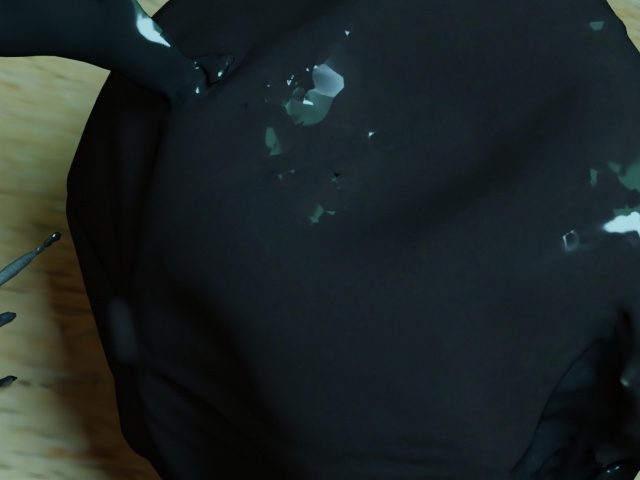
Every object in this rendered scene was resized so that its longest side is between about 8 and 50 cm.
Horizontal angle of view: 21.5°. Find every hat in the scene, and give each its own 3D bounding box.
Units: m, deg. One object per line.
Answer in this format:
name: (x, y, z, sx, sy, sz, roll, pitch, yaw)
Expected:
hat: (-0.028, -0.009, 0.572, 0.209, 0.238, 0.336, -4, 28, -13)

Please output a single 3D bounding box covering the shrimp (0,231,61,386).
shrimp: (-0.161, 0.085, 0.448, 0.343, 0.145, 0.116, -39, 129, -58)
